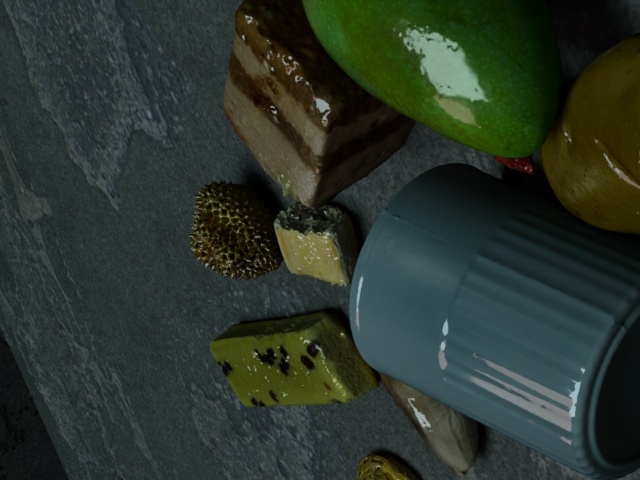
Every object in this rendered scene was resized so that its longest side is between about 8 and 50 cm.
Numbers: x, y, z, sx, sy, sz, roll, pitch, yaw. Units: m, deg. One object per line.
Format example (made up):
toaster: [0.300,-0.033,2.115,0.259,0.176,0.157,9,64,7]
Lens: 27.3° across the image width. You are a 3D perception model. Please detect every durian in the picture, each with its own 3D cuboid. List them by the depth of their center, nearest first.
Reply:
durian: [-0.128,-0.011,1.992,0.168,0.137,0.158,43,169,0]

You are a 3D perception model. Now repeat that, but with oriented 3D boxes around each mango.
mango: [0.108,-0.231,1.322,0.382,0.201,0.225,56,130,29]

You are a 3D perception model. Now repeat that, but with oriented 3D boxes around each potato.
potato: [0.327,-0.094,1.213,0.195,0.176,0.369,19,167,-19]

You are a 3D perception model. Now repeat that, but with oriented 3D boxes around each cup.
cup: [0.233,0.114,1.428,0.311,0.257,0.331,25,135,42]

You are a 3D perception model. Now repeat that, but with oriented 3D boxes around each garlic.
garlic: [0.161,0.237,1.828,0.195,0.087,0.101,52,164,4]

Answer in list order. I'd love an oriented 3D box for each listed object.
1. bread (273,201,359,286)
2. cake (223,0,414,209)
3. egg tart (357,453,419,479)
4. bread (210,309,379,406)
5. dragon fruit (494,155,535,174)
bread: [0.000,0.001,1.855,0.125,0.082,0.106,13,138,39]
cake: [-0.002,-0.175,1.581,0.196,0.199,0.293,47,150,15]
egg tart: [0.110,0.427,2.090,0.191,0.074,0.191,38,143,36]
bread: [-0.051,0.195,2.109,0.361,0.077,0.138,-14,106,59]
dragon fruit: [0.177,-0.149,1.391,0.092,0.122,0.192,-57,33,18]
